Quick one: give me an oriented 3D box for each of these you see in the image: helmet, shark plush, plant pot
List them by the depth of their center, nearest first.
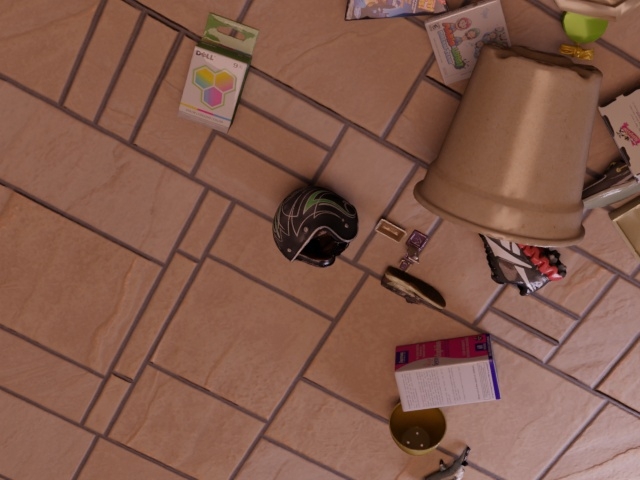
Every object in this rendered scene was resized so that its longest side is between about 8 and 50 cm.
[{"bbox_3d":[0.368,-0.192,1.667,0.334,0.334,0.305,12,110,0],"label":"plant pot"},{"bbox_3d":[-0.019,-0.030,1.856,0.161,0.169,0.169,14,118,-21],"label":"helmet"},{"bbox_3d":[0.225,0.448,2.103,0.134,0.134,0.095,3,143,5],"label":"plant pot"},{"bbox_3d":[0.307,0.563,2.182,0.067,0.073,0.161,42,122,19],"label":"shark plush"}]

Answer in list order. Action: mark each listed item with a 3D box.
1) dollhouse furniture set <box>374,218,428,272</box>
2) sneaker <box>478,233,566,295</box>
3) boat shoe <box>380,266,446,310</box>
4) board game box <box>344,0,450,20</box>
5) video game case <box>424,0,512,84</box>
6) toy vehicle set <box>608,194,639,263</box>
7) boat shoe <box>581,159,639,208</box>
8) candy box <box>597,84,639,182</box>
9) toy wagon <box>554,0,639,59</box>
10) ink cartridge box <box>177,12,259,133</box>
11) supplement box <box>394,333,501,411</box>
[{"bbox_3d":[0.159,0.018,1.913,0.114,0.081,0.091,29,115,-8],"label":"dollhouse furniture set"},{"bbox_3d":[0.381,0.015,1.879,0.276,0.097,0.135,41,111,-15],"label":"sneaker"},{"bbox_3d":[0.202,0.113,1.974,0.152,0.056,0.049,32,120,1],"label":"boat shoe"},{"bbox_3d":[0.155,-0.493,1.676,0.194,0.060,0.194,10,116,0],"label":"board game box"},{"bbox_3d":[0.285,-0.377,1.709,0.143,0.019,0.157,-16,137,13],"label":"video game case"},{"bbox_3d":[0.741,0.007,1.873,0.166,0.035,0.267,-32,109,19],"label":"toy vehicle set"},{"bbox_3d":[0.618,-0.132,1.801,0.228,0.081,0.069,-25,68,29],"label":"boat shoe"},{"bbox_3d":[0.669,-0.233,1.700,0.233,0.071,0.159,-27,71,17],"label":"candy box"},{"bbox_3d":[0.507,-0.503,1.632,0.267,0.068,0.344,12,117,0],"label":"toy wagon"},{"bbox_3d":[-0.204,-0.331,1.791,0.109,0.062,0.209,19,116,-3],"label":"ink cartridge box"},{"bbox_3d":[0.283,0.297,2.020,0.220,0.111,0.114,-11,114,11],"label":"supplement box"}]
